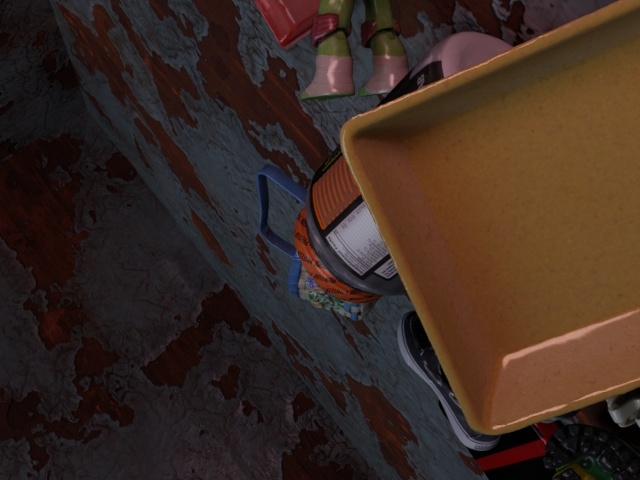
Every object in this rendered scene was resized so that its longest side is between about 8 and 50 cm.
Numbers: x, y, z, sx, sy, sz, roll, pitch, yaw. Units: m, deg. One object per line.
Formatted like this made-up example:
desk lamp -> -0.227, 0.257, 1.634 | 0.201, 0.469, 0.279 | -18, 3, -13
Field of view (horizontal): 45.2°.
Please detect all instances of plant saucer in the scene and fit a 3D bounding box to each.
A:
plant saucer -> -0.060, -0.420, 1.088 | 0.258, 0.048, 0.259 | 58, 162, -12
plant saucer -> 0.229, -0.026, 0.666 | 0.081, 0.333, 0.332 | -83, -31, -67

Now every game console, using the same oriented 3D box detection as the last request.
game console -> 0.382, 0.404, 1.457 | 0.342, 0.060, 0.386 | 56, 162, 14

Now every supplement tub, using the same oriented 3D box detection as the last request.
supplement tub -> 0.111, -0.062, 0.861 | 0.193, 0.193, 0.316 | 53, 136, 5

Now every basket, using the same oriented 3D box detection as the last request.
basket -> 0.000, 0.000, 1.434 | 0.289, 0.201, 0.254 | 38, 158, 17

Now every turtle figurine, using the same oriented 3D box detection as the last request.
turtle figurine -> 0.005, -0.294, 0.868 | 0.198, 0.275, 0.266 | -28, -65, -69

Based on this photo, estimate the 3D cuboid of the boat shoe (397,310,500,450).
boat shoe -> 0.230, 0.223, 1.365 | 0.102, 0.108, 0.301 | 93, 158, -45

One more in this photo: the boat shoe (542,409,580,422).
boat shoe -> 0.264, 0.154, 1.195 | 0.320, 0.118, 0.103 | 44, 156, 10

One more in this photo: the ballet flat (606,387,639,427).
ballet flat -> 0.413, 0.203, 0.963 | 0.077, 0.079, 0.221 | 55, 162, -5

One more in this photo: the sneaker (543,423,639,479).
sneaker -> 0.481, 0.366, 1.067 | 0.343, 0.134, 0.146 | 39, -166, 23
